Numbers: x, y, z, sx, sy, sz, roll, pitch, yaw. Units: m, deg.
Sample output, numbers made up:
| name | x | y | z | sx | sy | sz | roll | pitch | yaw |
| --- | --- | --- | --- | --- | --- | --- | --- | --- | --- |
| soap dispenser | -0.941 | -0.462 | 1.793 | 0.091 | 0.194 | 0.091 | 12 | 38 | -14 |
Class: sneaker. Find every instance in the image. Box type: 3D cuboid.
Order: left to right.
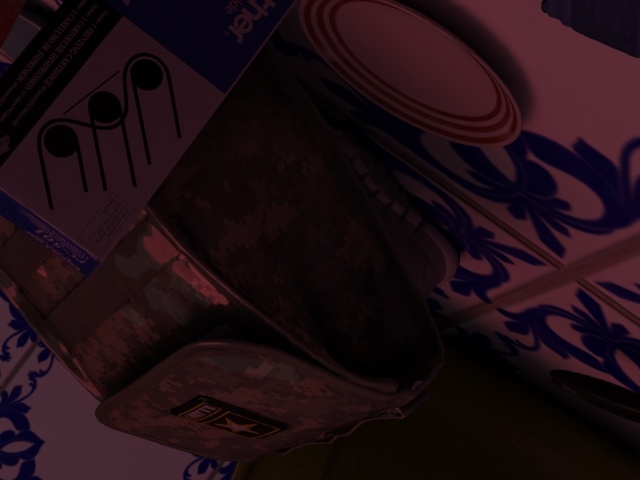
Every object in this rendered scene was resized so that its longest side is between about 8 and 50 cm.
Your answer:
| name | x | y | z | sx | sy | sz | roll | pitch | yaw |
| --- | --- | --- | --- | --- | --- | --- | --- | --- | --- |
| sneaker | 0.000 | 0.000 | 0.885 | 0.229 | 0.132 | 0.086 | 42 | 165 | -27 |

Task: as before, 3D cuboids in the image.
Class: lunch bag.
| name | x | y | z | sx | sy | sz | roll | pitch | yaw |
| --- | --- | --- | --- | --- | --- | --- | --- | --- | --- |
| lunch bag | -0.077 | 0.025 | 0.784 | 0.287 | 0.169 | 0.235 | 51 | 145 | -3 |

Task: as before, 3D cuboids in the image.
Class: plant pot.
| name | x | y | z | sx | sy | sz | roll | pitch | yaw |
| --- | --- | --- | --- | --- | --- | --- | --- | --- | --- |
| plant pot | 0.128 | 0.270 | 1.142 | 0.353 | 0.366 | 0.366 | 19 | 163 | 15 |

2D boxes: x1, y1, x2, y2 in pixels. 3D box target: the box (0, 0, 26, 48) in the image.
| name | x | y | z | sx | sy | sz | roll | pitch | yaw |
| --- | --- | --- | --- | --- | --- | --- | --- | --- | --- |
| box | -0.285 | -0.180 | 0.666 | 0.154 | 0.142 | 0.300 | 30 | 176 | -41 |

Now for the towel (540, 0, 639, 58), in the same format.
| name | x | y | z | sx | sy | sz | roll | pitch | yaw |
| --- | --- | --- | --- | --- | --- | --- | --- | --- | --- |
| towel | 0.141 | -0.090 | 0.461 | 0.119 | 0.029 | 0.067 | 30 | 166 | 22 |

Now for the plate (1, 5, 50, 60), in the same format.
| name | x | y | z | sx | sy | sz | roll | pitch | yaw |
| --- | --- | --- | --- | --- | --- | --- | --- | --- | --- |
| plate | -0.246 | -0.171 | 1.124 | 0.188 | 0.024 | 0.188 | 34 | 167 | 9 |

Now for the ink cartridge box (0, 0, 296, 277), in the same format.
| name | x | y | z | sx | sy | sz | roll | pitch | yaw |
| --- | --- | --- | --- | --- | --- | --- | --- | --- | --- |
| ink cartridge box | -0.100 | -0.092 | 0.640 | 0.097 | 0.207 | 0.046 | 37 | 159 | -9 |

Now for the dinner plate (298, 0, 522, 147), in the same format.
| name | x | y | z | sx | sy | sz | roll | pitch | yaw |
| --- | --- | --- | --- | --- | --- | --- | --- | --- | --- |
| dinner plate | 0.051 | -0.098 | 0.665 | 0.141 | 0.017 | 0.141 | 31 | 167 | 8 |

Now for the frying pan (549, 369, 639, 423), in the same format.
| name | x | y | z | sx | sy | sz | roll | pitch | yaw |
| --- | --- | --- | --- | --- | --- | --- | --- | --- | --- |
| frying pan | 0.322 | 0.154 | 0.815 | 0.197 | 0.053 | 0.326 | 41 | 167 | -22 |
